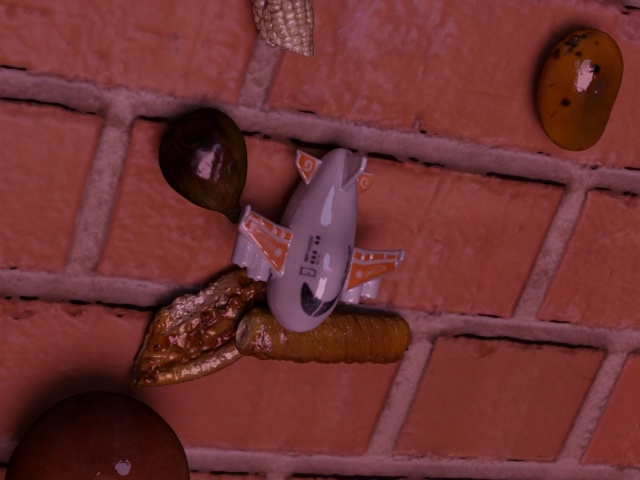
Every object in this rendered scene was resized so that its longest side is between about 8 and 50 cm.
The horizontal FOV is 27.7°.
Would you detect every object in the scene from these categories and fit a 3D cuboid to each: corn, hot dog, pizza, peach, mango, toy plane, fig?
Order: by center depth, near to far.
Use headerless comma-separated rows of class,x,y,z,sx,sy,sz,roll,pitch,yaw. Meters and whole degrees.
corn,-0.049,-0.305,1.515,0.087,0.087,0.211,-11,124,-15
fig,-0.131,-0.085,1.602,0.109,0.103,0.155,-23,120,20
toy plane,0.000,0.000,1.665,0.244,0.117,0.245,-4,98,-30
peach,-0.295,0.317,1.699,0.252,0.252,0.252,-10,122,-16
mango,0.342,-0.197,1.732,0.115,0.090,0.178,-10,131,-25
pizza,-0.141,0.116,1.747,0.271,0.056,0.134,-22,133,-9
hot dog,0.012,0.134,1.779,0.289,0.068,0.083,5,120,-38
